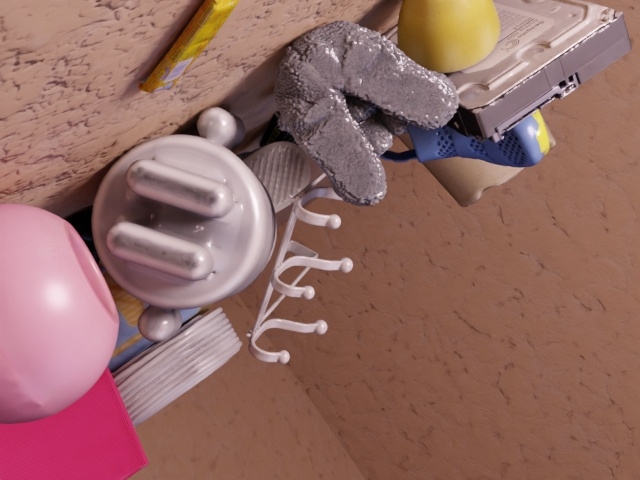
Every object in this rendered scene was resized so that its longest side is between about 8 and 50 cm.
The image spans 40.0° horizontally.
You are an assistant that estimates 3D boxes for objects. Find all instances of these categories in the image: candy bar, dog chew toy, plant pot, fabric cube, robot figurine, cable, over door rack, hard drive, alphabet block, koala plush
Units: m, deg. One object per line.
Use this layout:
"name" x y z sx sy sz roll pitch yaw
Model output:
"candy bar" -0.111 -0.171 0.753 0.040 0.018 0.161 -29 176 -42
"dog chew toy" -0.361 0.104 0.810 0.331 0.207 0.206 -27 178 -5
"plant pot" 0.283 -0.248 1.708 0.333 0.305 0.334 -35 178 -1
"fabric cube" -0.445 0.256 1.208 0.259 0.254 0.258 1 -153 46
"robot figurine" -0.158 -0.020 1.088 0.353 0.199 0.300 65 47 -88
"cable" -0.242 0.206 1.377 0.257 0.089 0.257 -33 178 -38
"plant pot" 0.157 -0.294 1.109 0.134 0.134 0.095 -35 148 -6
"over door rack" 0.000 0.000 1.247 0.324 0.108 0.240 -71 -179 -63
"hard drive" 0.220 -0.261 1.207 0.237 0.064 0.339 -34 -146 -7
"alphabet block" -0.311 0.088 1.440 0.193 0.192 0.197 -33 180 -3
"koala plush" 0.028 -0.187 1.115 0.196 0.203 0.221 -48 -162 7

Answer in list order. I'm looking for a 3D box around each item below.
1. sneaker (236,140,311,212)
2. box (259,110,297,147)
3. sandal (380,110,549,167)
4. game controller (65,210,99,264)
"sneaker" -0.186 -0.038 1.362 0.365 0.135 0.150 -25 -174 -31
"box" -0.003 -0.214 1.456 0.190 0.045 0.184 -34 176 -14
"sandal" 0.183 -0.152 1.250 0.138 0.126 0.317 -39 -148 -23
"game controller" -0.417 0.066 1.120 0.319 0.067 0.166 -35 165 -29
